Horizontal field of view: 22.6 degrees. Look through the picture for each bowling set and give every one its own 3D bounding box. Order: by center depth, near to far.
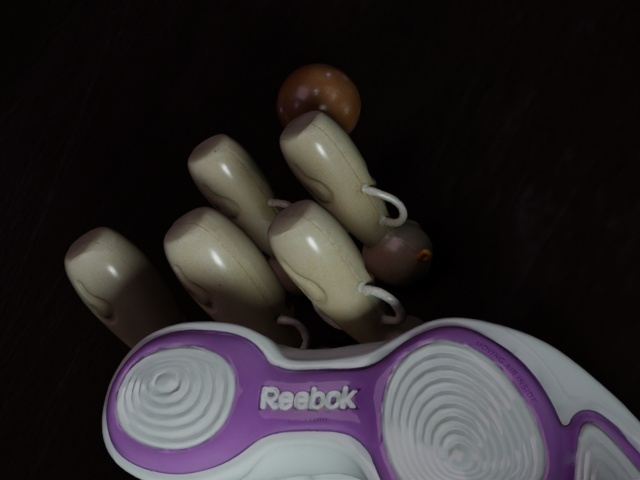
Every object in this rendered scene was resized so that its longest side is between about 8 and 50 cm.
[{"bbox_3d":[0.000,0.000,0.986,0.287,0.154,0.200,-3,42,53],"label":"bowling set"}]

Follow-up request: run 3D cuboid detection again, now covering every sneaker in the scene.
[{"bbox_3d":[0.042,0.107,0.836,0.305,0.152,0.114,8,72,29],"label":"sneaker"}]
